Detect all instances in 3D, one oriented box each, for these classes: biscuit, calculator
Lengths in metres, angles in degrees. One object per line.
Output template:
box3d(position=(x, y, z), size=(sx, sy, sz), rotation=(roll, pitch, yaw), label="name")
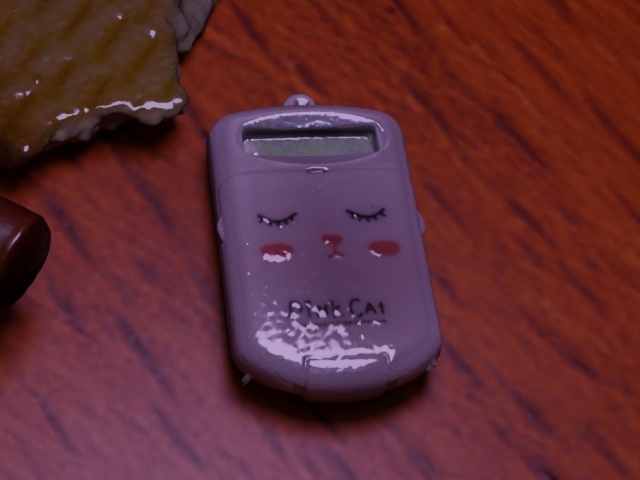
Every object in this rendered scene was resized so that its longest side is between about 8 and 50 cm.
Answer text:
box3d(position=(-0.106, -0.129, 0.971), size=(0.228, 0.031, 0.176), rotation=(-31, 67, -29), label="biscuit")
box3d(position=(0.000, 0.000, 0.902), size=(0.100, 0.032, 0.175), rotation=(-2, 56, -11), label="calculator")

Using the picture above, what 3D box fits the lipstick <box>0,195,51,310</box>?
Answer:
box3d(position=(-0.260, -0.049, 0.859), size=(0.299, 0.081, 0.081), rotation=(26, 56, 9), label="lipstick")
